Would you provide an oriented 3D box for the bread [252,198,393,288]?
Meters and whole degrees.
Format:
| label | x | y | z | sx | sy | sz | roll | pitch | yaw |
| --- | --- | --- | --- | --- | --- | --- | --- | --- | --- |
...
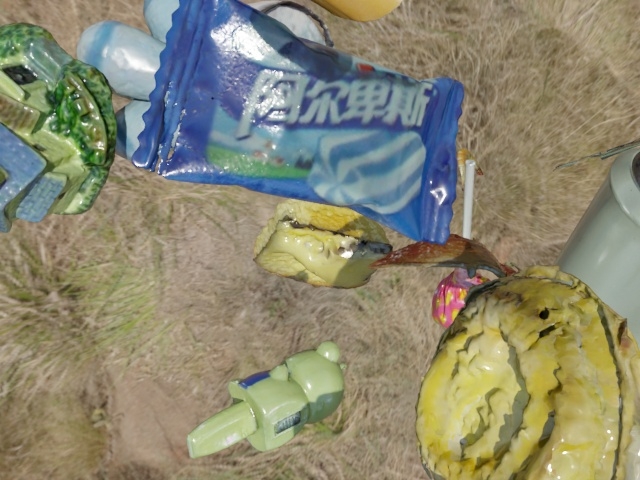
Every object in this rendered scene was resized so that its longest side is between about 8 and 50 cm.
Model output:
| label | x | y | z | sx | sy | sz | roll | pitch | yaw |
| --- | --- | --- | --- | --- | --- | --- | --- | --- | --- |
| bread | 0.000 | 0.000 | 1.622 | 0.262 | 0.162 | 0.204 | 20 | 133 | -15 |

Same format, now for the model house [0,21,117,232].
| label | x | y | z | sx | sy | sz | roll | pitch | yaw |
| --- | --- | --- | --- | --- | --- | --- | --- | --- | --- |
| model house | -0.361 | -0.121 | 0.871 | 0.214 | 0.189 | 0.195 | 43 | 115 | 2 |

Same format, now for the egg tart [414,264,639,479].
| label | x | y | z | sx | sy | sz | roll | pitch | yaw |
| --- | --- | --- | --- | --- | --- | --- | --- | --- | --- |
| egg tart | 0.168 | 0.154 | 0.684 | 0.095 | 0.279 | 0.278 | 13 | 97 | -32 |

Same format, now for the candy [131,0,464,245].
| label | x | y | z | sx | sy | sz | roll | pitch | yaw |
| --- | --- | --- | --- | --- | --- | --- | --- | --- | --- |
| candy | 0.000 | -0.113 | 0.729 | 0.331 | 0.077 | 0.187 | 14 | 81 | -25 |

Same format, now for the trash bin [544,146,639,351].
| label | x | y | z | sx | sy | sz | roll | pitch | yaw |
| --- | --- | --- | --- | --- | --- | --- | --- | --- | --- |
| trash bin | 0.606 | 0.029 | 1.459 | 0.280 | 0.280 | 0.432 | 28 | 136 | 9 |

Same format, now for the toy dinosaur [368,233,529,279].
| label | x | y | z | sx | sy | sz | roll | pitch | yaw |
| --- | --- | --- | --- | --- | --- | --- | --- | --- | --- |
| toy dinosaur | 0.245 | 0.092 | 1.014 | 0.113 | 0.327 | 0.206 | -52 | 47 | 22 |

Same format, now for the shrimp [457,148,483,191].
| label | x | y | z | sx | sy | sz | roll | pitch | yaw |
| --- | --- | --- | --- | --- | --- | --- | --- | --- | --- |
| shrimp | 0.328 | -0.145 | 1.679 | 0.023 | 0.083 | 0.114 | -20 | 65 | 43 |

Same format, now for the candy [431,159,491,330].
| label | x | y | z | sx | sy | sz | roll | pitch | yaw |
| --- | --- | --- | --- | --- | --- | --- | --- | --- | --- |
| candy | 0.244 | 0.020 | 1.279 | 0.124 | 0.124 | 0.365 | 4 | 132 | 11 |

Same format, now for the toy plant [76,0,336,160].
| label | x | y | z | sx | sy | sz | roll | pitch | yaw |
| --- | --- | --- | --- | --- | --- | --- | --- | --- | --- |
| toy plant | -0.172 | -0.209 | 0.999 | 0.332 | 0.247 | 0.247 | 20 | 97 | 32 |

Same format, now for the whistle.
| label | x | y | z | sx | sy | sz | roll | pitch | yaw |
| --- | --- | --- | --- | --- | --- | --- | --- | --- | --- |
| whistle | -0.057 | 0.195 | 0.919 | 0.085 | 0.227 | 0.105 | 33 | 134 | 45 |

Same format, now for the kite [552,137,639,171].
| label | x | y | z | sx | sy | sz | roll | pitch | yaw |
| --- | --- | --- | --- | --- | --- | --- | --- | --- | --- |
| kite | 0.466 | -0.144 | 1.162 | 0.250 | 0.229 | 0.012 | -16 | 93 | 43 |

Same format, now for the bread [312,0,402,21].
| label | x | y | z | sx | sy | sz | roll | pitch | yaw |
| --- | --- | --- | --- | --- | --- | --- | --- | --- | --- |
| bread | 0.003 | -0.158 | 0.430 | 0.103 | 0.062 | 0.049 | 36 | 86 | -3 |
